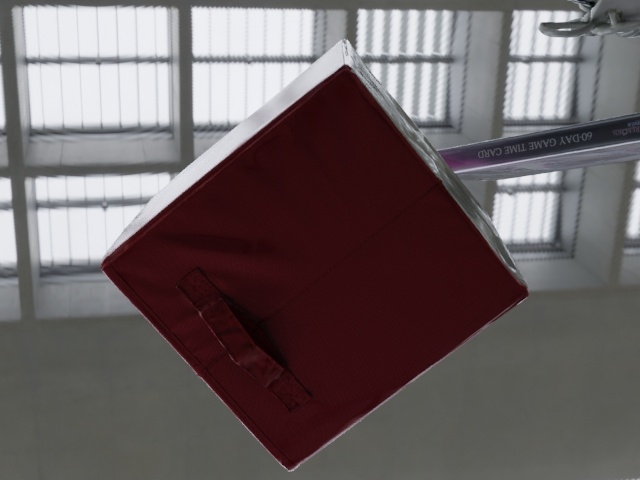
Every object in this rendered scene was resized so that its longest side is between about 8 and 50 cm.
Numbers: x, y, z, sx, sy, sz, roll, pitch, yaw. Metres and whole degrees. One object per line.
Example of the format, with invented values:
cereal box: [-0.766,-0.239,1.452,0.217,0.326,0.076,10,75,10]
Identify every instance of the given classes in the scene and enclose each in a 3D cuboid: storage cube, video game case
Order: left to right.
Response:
storage cube: [0.000,0.000,0.665,0.193,0.215,0.183,-38,-78,10]
video game case: [0.231,-0.081,0.851,0.196,0.274,0.026,-5,-91,-52]

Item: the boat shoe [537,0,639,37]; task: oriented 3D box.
boat shoe: [0.228,-0.210,0.745,0.367,0.136,0.156,40,-80,-19]
